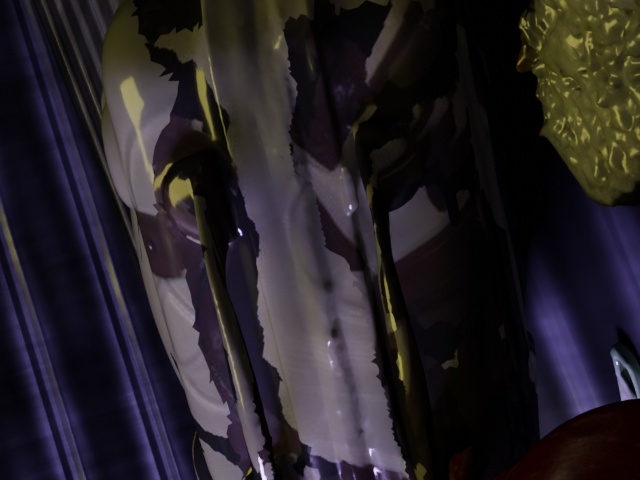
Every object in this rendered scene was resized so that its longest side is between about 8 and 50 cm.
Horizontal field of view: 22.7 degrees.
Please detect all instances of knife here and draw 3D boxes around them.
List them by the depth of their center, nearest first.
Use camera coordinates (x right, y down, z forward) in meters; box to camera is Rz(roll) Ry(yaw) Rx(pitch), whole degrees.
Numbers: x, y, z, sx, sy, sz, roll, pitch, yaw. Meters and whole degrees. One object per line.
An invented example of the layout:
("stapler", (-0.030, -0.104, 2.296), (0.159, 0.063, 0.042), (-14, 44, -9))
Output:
("knife", (0.184, 0.151, 0.857), (0.030, 0.014, 0.207), (-155, 48, -70))

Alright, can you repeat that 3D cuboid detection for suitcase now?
("suitcase", (0.000, 0.000, 0.794), (0.339, 0.194, 0.351), (-83, -18, -63))

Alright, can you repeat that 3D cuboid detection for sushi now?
("sushi", (0.128, -0.085, 0.611), (0.090, 0.078, 0.150), (41, 148, 50))

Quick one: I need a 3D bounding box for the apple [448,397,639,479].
("apple", (0.133, 0.224, 0.615), (0.317, 0.288, 0.288), (52, 163, 6))
